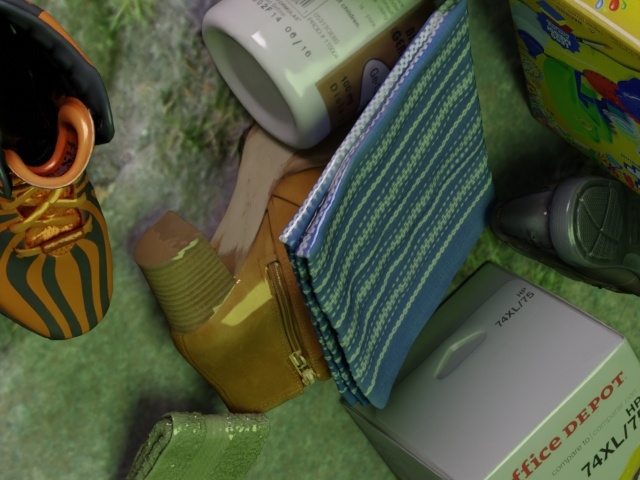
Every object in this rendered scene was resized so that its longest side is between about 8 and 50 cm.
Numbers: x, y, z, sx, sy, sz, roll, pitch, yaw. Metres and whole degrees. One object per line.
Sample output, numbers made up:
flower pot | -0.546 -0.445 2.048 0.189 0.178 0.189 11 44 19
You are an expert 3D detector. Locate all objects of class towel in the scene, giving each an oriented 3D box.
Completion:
towel | 0.070 -0.016 1.306 0.243 0.040 0.336 -57 159 -17
towel | -0.110 0.196 1.373 0.110 0.027 0.148 5 131 -34

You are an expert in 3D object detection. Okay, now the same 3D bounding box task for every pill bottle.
pill bottle | 0.034 -0.186 1.266 0.229 0.131 0.131 -39 126 -14

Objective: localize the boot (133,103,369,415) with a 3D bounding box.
boot | 0.000 0.001 1.356 0.295 0.104 0.211 -39 132 -8

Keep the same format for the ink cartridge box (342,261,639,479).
ink cartridge box | 0.196 0.199 1.500 0.198 0.197 0.270 -43 127 -11

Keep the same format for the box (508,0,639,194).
box | 0.322 -0.141 1.318 0.177 0.290 0.279 -47 155 -8

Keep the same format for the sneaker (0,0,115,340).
sneaker | -0.204 -0.039 1.140 0.125 0.180 0.321 -32 125 -18

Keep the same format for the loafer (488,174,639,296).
loafer | 0.264 -0.006 1.530 0.302 0.095 0.109 15 79 -54
